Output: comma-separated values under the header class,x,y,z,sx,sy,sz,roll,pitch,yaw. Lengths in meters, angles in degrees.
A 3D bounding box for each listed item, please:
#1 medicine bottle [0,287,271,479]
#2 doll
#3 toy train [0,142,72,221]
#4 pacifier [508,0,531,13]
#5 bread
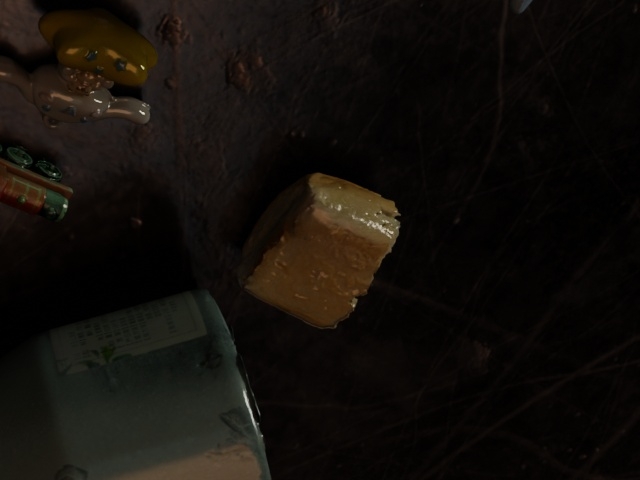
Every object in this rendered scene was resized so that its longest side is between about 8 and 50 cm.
class,x,y,z,sx,sy,sz,roll,pitch,yaw
medicine bottle,-0.198,0.191,1.478,0.290,0.245,0.245,-16,123,-10
doll,-0.196,-0.133,1.403,0.135,0.071,0.113,-1,138,-10
toy train,-0.245,-0.045,1.431,0.103,0.064,0.044,24,109,-28
pacifier,0.189,-0.320,1.356,0.226,0.238,0.287,33,137,0
bread,-0.001,0.001,1.530,0.106,0.082,0.125,29,118,-19
